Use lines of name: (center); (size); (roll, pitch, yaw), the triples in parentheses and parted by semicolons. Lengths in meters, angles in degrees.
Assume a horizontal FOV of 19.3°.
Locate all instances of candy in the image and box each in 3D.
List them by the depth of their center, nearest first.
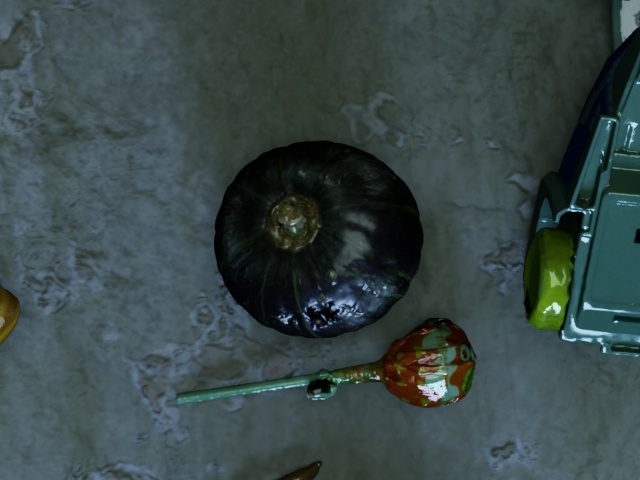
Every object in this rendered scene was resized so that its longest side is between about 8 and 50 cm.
candy: (0.004, 0.127, 1.782); (0.288, 0.078, 0.084); (-7, 92, 5)

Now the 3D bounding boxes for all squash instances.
squash: (-0.001, -0.002, 1.731); (0.193, 0.156, 0.193); (-4, 83, 39)

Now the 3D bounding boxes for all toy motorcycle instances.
toy motorcycle: (0.297, -0.068, 1.717); (0.191, 0.200, 0.326); (6, 115, -3)

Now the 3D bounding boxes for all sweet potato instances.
sweet potato: (-0.047, 0.242, 1.790); (0.115, 0.026, 0.026); (-32, 90, -2)

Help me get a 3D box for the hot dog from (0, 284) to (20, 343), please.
hot dog: (-0.405, 0.107, 1.751); (0.269, 0.072, 0.115); (-31, 91, -2)

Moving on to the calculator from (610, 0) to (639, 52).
calculator: (0.370, -0.225, 1.816); (0.184, 0.042, 0.295); (0, 91, -3)
